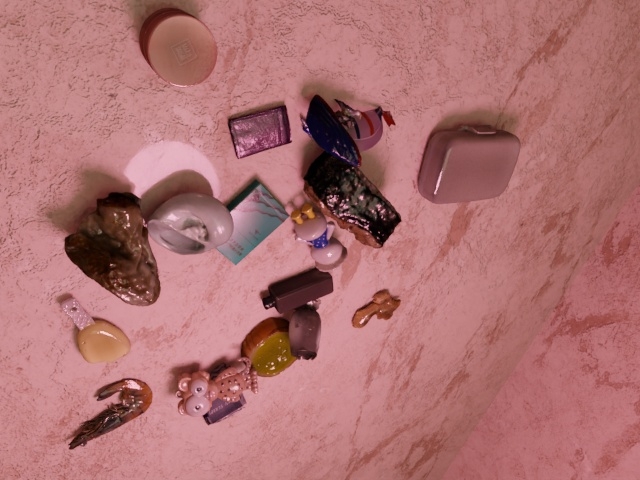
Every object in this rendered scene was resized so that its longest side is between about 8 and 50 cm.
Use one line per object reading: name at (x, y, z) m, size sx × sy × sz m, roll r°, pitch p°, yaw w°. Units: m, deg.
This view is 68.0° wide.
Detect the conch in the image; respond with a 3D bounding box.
conch at (-0.343, -0.042, 1.264) m, size 0.221 × 0.121 × 0.185 m, roll 4°, pitch 112°, yaw -7°

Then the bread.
bread at (-0.171, 0.386, 1.701) m, size 0.236 × 0.070 × 0.236 m, roll -15°, pitch 127°, yaw -21°

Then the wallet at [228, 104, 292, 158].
wallet at (-0.159, -0.292, 1.275) m, size 0.166 × 0.030 × 0.111 m, roll -21°, pitch 130°, yaw -18°

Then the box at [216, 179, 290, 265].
box at (-0.219, -0.049, 1.394) m, size 0.226 × 0.042 × 0.161 m, roll -43°, pitch 134°, yaw 0°

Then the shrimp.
shrimp at (-0.684, 0.547, 1.508) m, size 0.296 × 0.058 × 0.169 m, roll -30°, pitch 124°, yaw -16°

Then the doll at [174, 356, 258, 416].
doll at (-0.346, 0.491, 1.593) m, size 0.278 × 0.119 × 0.154 m, roll -15°, pitch 102°, yaw -19°

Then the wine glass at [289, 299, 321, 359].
wine glass at (-0.052, 0.300, 1.620) m, size 0.111 × 0.204 × 0.111 m, roll 1°, pitch 144°, yaw 1°

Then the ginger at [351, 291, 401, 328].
ginger at (0.224, 0.287, 1.885) m, size 0.214 × 0.059 × 0.133 m, roll -43°, pitch 128°, yaw -2°

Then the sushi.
sushi at (0.092, -0.121, 1.436) m, size 0.171 × 0.211 × 0.350 m, roll -45°, pitch 127°, yaw 8°

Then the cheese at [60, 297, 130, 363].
cheese at (-0.645, 0.255, 1.333) m, size 0.127 × 0.050 × 0.255 m, roll -28°, pitch 129°, yaw -11°

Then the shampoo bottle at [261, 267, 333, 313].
shampoo bottle at (-0.079, 0.171, 1.606) m, size 0.246 × 0.080 × 0.079 m, roll -20°, pitch 127°, yaw -20°

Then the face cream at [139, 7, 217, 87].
face cream at (-0.312, -0.424, 1.041) m, size 0.149 × 0.104 × 0.149 m, roll -16°, pitch 128°, yaw -22°

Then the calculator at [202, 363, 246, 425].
calculator at (-0.371, 0.567, 1.727) m, size 0.165 × 0.028 × 0.274 m, roll -24°, pitch 130°, yaw -17°

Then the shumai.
shumai at (-0.469, 0.021, 1.180) m, size 0.203 × 0.222 × 0.272 m, roll -44°, pitch 124°, yaw -4°

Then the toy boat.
toy boat at (0.099, -0.302, 1.330) m, size 0.318 × 0.219 × 0.072 m, roll 1°, pitch 157°, yaw -36°

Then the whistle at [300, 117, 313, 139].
whistle at (-0.032, -0.312, 1.338) m, size 0.029 × 0.033 × 0.083 m, roll -39°, pitch 132°, yaw 2°

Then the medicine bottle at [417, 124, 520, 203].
medicine bottle at (0.523, -0.259, 1.658) m, size 0.375 × 0.123 × 0.282 m, roll -7°, pitch 122°, yaw -27°

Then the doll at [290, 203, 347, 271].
doll at (0.000, 0.000, 1.515) m, size 0.138 × 0.119 × 0.293 m, roll -24°, pitch 131°, yaw 11°
